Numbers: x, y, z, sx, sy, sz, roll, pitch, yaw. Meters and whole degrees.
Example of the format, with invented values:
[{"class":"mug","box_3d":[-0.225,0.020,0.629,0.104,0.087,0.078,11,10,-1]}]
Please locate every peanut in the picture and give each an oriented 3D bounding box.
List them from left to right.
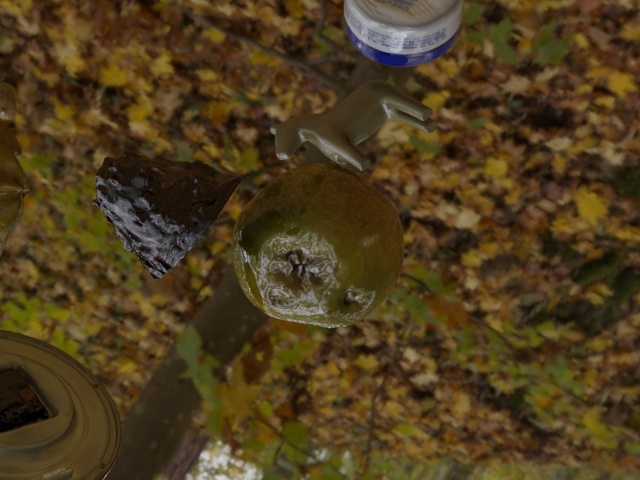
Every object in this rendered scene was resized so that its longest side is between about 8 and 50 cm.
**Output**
[{"class":"peanut","box_3d":[-0.459,-0.203,1.384,0.037,0.037,0.083,28,-153,-32]}]

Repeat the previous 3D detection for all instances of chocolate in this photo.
[{"class":"chocolate","box_3d":[-0.191,-0.049,1.073,0.133,0.156,0.156,37,179,-14]}]

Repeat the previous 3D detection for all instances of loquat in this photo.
[{"class":"loquat","box_3d":[0.000,0.000,1.188,0.213,0.213,0.246,29,-157,3]}]

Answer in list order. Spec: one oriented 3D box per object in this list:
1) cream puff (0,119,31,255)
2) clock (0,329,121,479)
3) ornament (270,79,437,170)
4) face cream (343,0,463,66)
[{"class":"cream puff","box_3d":[-0.284,-0.028,0.701,0.156,0.156,0.121,32,146,65]},{"class":"clock","box_3d":[-0.411,0.222,1.224,0.319,0.080,0.318,21,-150,-13]},{"class":"ornament","box_3d":[0.041,-0.194,1.651,0.245,0.230,0.061,39,165,43]},{"class":"face cream","box_3d":[0.143,-0.410,1.632,0.206,0.206,0.111,29,155,18]}]
